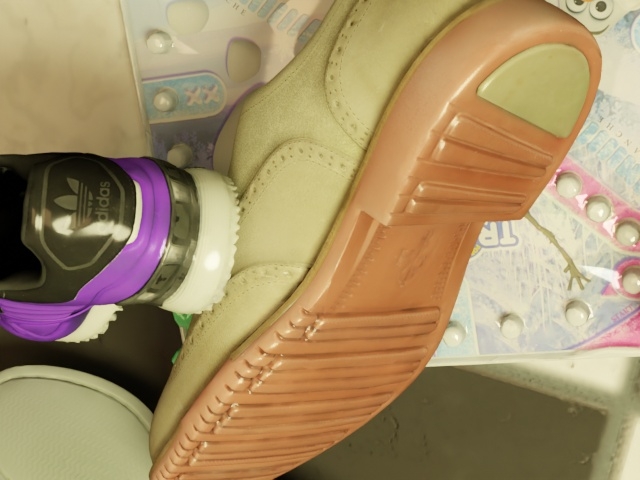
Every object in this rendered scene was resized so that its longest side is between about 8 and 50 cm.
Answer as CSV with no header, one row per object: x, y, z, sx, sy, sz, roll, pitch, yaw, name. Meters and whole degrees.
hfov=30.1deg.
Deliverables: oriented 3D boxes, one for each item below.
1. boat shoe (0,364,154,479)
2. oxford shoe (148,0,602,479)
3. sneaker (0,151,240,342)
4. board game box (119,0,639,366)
-0.110,0.190,0.824,0.302,0.091,0.114,31,67,14,boat shoe
0.000,0.000,0.693,0.397,0.140,0.146,-54,52,27,oxford shoe
-0.176,-0.002,0.717,0.293,0.146,0.102,-17,67,56,sneaker
0.056,-0.104,0.722,0.390,0.050,0.390,-5,102,19,board game box
